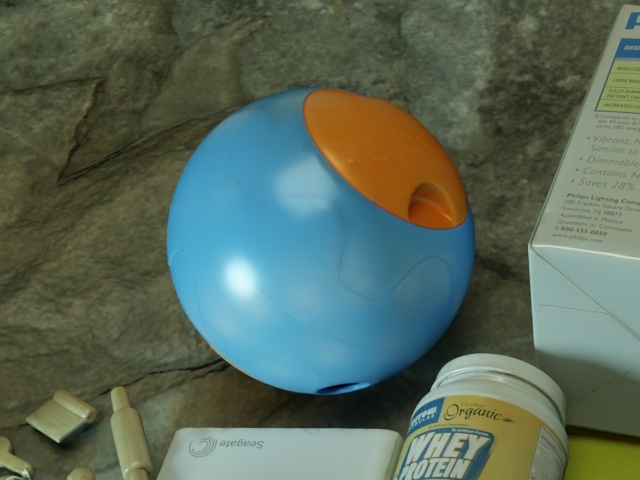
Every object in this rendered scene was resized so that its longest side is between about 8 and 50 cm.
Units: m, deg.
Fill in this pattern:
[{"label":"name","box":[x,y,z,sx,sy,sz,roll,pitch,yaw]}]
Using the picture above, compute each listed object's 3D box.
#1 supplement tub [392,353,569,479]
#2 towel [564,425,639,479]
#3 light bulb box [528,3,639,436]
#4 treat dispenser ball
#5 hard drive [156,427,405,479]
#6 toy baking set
[{"label":"supplement tub","box":[0.136,0.213,1.658,0.144,0.144,0.200,7,49,16]},{"label":"towel","box":[0.247,0.210,1.736,0.102,0.021,0.237,7,50,23]},{"label":"light bulb box","box":[0.405,-0.009,1.743,0.357,0.225,0.361,9,44,18]},{"label":"treat dispenser ball","box":[0.000,0.000,1.786,0.288,0.288,0.288,-5,48,6]},{"label":"hard drive","box":[-0.075,0.315,1.650,0.233,0.047,0.353,-2,46,26]},{"label":"toy baking set","box":[-0.243,0.238,1.777,0.196,0.030,0.256,-29,38,-1]}]
